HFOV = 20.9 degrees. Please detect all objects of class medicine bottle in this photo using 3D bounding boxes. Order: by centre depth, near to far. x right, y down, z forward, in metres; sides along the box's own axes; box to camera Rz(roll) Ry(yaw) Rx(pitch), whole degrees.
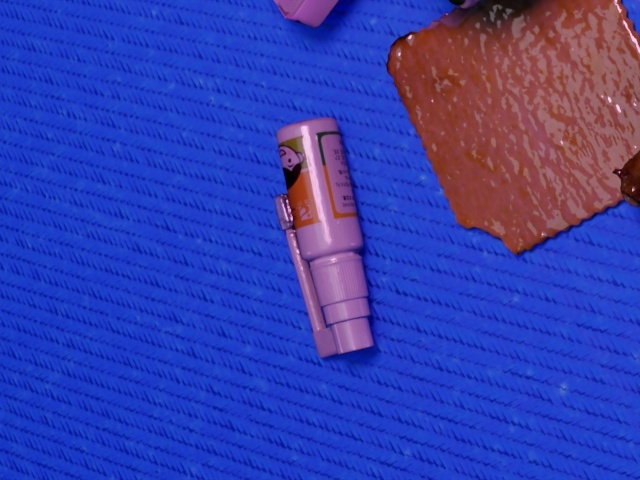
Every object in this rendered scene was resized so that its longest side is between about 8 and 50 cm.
[{"bbox_3d":[0.000,0.000,1.647,0.092,0.061,0.221,-20,81,52],"label":"medicine bottle"}]

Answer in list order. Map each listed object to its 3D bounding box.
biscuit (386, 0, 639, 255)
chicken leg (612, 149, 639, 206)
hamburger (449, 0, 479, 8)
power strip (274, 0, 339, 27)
[{"bbox_3d":[0.191,-0.123,1.562,0.232,0.013,0.237,-29,77,25],"label":"biscuit"},{"bbox_3d":[0.353,-0.173,1.402,0.361,0.140,0.211,-45,79,18],"label":"chicken leg"},{"bbox_3d":[0.154,-0.311,1.466,0.147,0.237,0.237,39,109,7],"label":"hamburger"},{"bbox_3d":[0.035,-0.323,1.607,0.279,0.037,0.109,-52,41,19],"label":"power strip"}]
